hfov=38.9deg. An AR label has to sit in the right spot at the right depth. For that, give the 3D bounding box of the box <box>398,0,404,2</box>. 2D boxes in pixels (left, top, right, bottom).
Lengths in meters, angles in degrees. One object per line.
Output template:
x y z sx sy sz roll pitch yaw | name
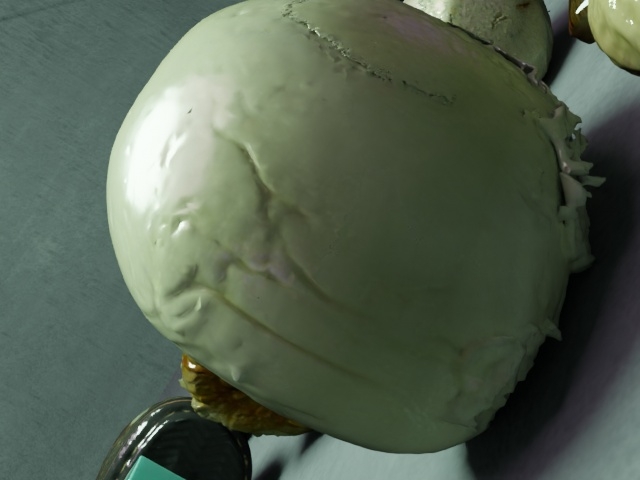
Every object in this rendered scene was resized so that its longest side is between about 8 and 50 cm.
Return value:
0.152 -0.332 1.406 0.237 0.152 0.070 -57 7 13 | box

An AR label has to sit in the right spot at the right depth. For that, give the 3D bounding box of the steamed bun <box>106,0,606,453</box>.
0.026 -0.045 0.620 0.233 0.311 0.334 -57 16 26 | steamed bun

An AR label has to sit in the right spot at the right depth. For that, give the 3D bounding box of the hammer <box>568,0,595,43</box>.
0.270 -0.319 0.893 0.242 0.095 0.409 -43 26 42 | hammer

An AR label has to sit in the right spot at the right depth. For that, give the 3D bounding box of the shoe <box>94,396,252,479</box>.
-0.205 0.331 1.087 0.237 0.171 0.384 -110 45 -74 | shoe

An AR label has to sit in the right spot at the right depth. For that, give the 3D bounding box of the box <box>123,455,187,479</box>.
-0.156 0.320 0.870 0.229 0.162 0.041 -54 9 30 | box

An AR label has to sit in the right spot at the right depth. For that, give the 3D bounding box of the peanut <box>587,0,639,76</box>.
0.222 -0.158 0.531 0.140 0.109 0.159 -31 18 -6 | peanut

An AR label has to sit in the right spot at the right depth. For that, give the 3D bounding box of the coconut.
0.149 -0.202 0.951 0.171 0.170 0.183 -61 11 -13 | coconut

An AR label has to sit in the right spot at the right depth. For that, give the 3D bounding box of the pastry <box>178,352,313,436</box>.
-0.046 0.115 0.923 0.093 0.182 0.192 -74 6 -51 | pastry
